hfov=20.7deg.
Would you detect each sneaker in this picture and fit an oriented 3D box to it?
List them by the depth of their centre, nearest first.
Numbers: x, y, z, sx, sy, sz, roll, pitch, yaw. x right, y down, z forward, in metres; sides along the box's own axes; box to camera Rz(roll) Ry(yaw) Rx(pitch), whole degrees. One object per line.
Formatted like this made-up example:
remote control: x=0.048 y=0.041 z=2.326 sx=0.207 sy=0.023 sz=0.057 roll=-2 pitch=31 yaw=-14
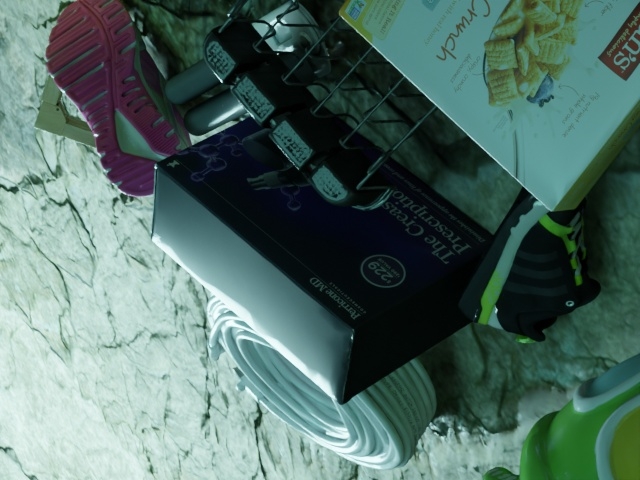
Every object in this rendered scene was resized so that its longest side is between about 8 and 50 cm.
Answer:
sneaker: x=0.193 y=0.005 z=1.428 sx=0.097 sy=0.084 sz=0.234 roll=29 pitch=144 yaw=3
sneaker: x=-0.202 y=-0.139 z=1.809 sx=0.111 sy=0.103 sz=0.252 roll=51 pitch=-164 yaw=-67

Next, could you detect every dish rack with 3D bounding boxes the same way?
dish rack: x=0.041 y=-0.174 z=1.427 sx=0.208 sy=0.074 sz=0.271 roll=49 pitch=117 yaw=10

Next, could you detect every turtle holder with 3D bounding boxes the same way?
turtle holder: x=0.260 y=0.174 z=1.247 sx=0.227 sy=0.320 sz=0.243 roll=-44 pitch=49 yaw=21

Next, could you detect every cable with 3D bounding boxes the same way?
cable: x=0.000 y=0.117 z=1.703 sx=0.257 sy=0.089 sz=0.257 roll=37 pitch=160 yaw=16

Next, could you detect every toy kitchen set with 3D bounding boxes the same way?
toy kitchen set: x=-0.274 y=-0.161 z=1.971 sx=0.068 sy=0.075 sz=0.083 roll=-103 pitch=33 yaw=-73

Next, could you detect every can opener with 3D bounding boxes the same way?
can opener: x=-0.077 y=-0.155 z=1.646 sx=0.074 sy=0.093 sz=0.280 roll=62 pitch=153 yaw=-6

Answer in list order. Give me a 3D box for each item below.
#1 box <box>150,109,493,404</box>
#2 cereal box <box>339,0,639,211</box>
box: x=0.000 y=0.000 z=1.568 sx=0.261 sy=0.184 sz=0.103 roll=39 pitch=143 yaw=29
cereal box: x=0.145 y=-0.161 z=1.291 sx=0.240 sy=0.047 sz=0.173 roll=45 pitch=114 yaw=23
